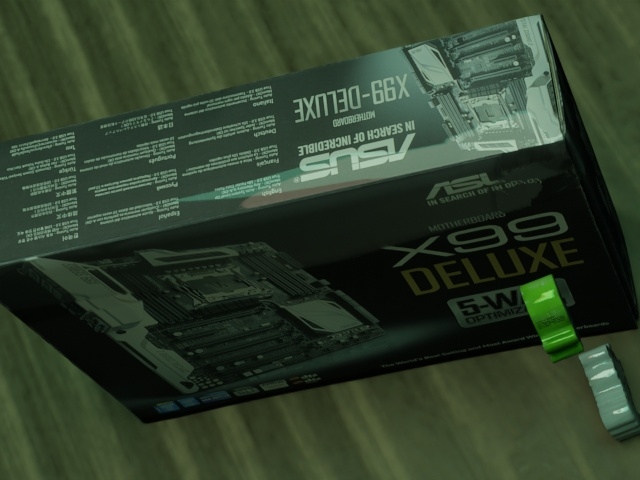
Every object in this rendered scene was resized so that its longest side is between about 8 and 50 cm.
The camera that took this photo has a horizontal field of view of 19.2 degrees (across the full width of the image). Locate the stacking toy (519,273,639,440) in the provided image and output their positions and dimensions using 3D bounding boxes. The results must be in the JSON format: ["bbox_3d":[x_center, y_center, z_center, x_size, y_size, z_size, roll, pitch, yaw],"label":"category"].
[{"bbox_3d":[0.200,0.028,0.951,0.167,0.221,0.052,-23,65,12],"label":"stacking toy"}]

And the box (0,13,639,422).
[{"bbox_3d":[0.000,0.000,1.013,0.307,0.242,0.076,-12,64,12],"label":"box"}]
